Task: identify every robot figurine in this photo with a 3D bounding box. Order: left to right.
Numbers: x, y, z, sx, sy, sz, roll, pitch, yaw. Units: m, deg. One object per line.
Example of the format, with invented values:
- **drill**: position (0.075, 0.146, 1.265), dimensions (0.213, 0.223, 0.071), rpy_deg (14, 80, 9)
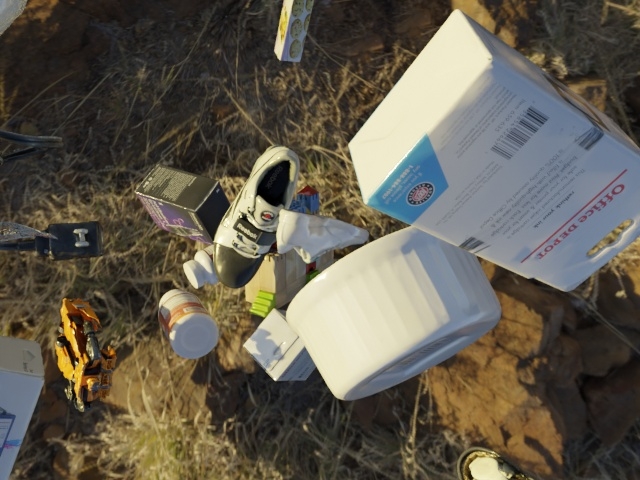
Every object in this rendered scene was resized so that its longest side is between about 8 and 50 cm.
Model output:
- **robot figurine**: position (-0.556, 0.262, 1.448), dimensions (0.085, 0.291, 0.211), rpy_deg (2, 113, -37)

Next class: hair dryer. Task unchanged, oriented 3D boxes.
- **hair dryer**: position (-0.327, -0.058, 0.482), dimensions (0.294, 0.080, 0.223), rpy_deg (1, 154, -4)

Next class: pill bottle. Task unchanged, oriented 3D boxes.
- **pill bottle**: position (-0.345, 0.204, 1.571), dimensions (0.121, 0.216, 0.121), rpy_deg (-8, 110, -24)
- **pill bottle**: position (-0.233, 0.049, 1.421), dimensions (0.152, 0.086, 0.086), rpy_deg (-28, 114, -25)

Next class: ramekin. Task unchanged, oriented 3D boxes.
- **ramekin**: position (0.105, 0.104, 0.832), dimensions (0.277, 0.277, 0.135), rpy_deg (-27, 69, 2)

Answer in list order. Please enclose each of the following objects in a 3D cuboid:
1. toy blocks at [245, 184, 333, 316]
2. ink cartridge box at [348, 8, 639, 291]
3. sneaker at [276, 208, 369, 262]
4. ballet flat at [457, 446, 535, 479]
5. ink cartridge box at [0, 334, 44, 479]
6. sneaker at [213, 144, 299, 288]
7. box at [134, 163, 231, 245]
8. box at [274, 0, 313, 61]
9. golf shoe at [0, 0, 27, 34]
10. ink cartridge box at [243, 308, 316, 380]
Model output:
- **toy blocks**: position (-0.079, 0.007, 1.644), dimensions (0.191, 0.381, 0.261), rpy_deg (11, 112, 30)
- **ink cartridge box**: position (0.121, -0.043, 0.377), dimensions (0.180, 0.060, 0.104), rpy_deg (22, 125, -29)
- **sneaker**: position (0.000, 0.000, 1.162), dimensions (0.212, 0.080, 0.094), rpy_deg (9, 96, -40)
- **ballet flat**: position (0.179, 0.240, 0.541), dimensions (0.074, 0.203, 0.074), rpy_deg (-2, 98, -14)
- **ink cartridge box**: position (-0.503, 0.266, 0.935), dimensions (0.093, 0.154, 0.212), rpy_deg (22, 91, -31)
- **sneaker**: position (-0.137, -0.046, 1.286), dimensions (0.122, 0.146, 0.330), rpy_deg (21, 95, -13)
- **box**: position (-0.341, -0.090, 1.577), dimensions (0.108, 0.207, 0.153), rpy_deg (-58, 149, -27)
- **box**: position (-0.059, -0.641, 1.652), dimensions (0.067, 0.063, 0.324), rpy_deg (-3, 133, -24)
- **golf shoe**: position (-0.566, -0.342, 0.988), dimensions (0.115, 0.140, 0.306), rpy_deg (26, 141, -36)
- **ink cartridge box**: position (-0.077, 0.261, 1.529), dimensions (0.127, 0.176, 0.128), rpy_deg (41, 95, 24)
